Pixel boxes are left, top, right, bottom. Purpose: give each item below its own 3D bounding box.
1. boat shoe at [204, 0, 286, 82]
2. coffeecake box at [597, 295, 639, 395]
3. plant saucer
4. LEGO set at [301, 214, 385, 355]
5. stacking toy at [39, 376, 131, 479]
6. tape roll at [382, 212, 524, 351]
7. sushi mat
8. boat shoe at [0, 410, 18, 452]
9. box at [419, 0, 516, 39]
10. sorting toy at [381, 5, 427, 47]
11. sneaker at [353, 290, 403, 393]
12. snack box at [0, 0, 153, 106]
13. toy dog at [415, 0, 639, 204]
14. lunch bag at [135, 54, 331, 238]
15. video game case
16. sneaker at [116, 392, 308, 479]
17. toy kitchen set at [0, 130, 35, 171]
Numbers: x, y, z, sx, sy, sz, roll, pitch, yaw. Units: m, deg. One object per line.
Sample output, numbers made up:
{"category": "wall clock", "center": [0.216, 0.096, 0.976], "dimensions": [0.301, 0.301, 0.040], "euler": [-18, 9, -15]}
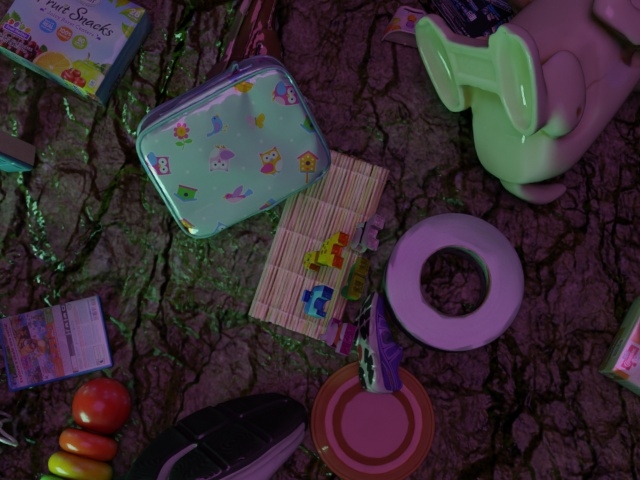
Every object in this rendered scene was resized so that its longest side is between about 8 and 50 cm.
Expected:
{"category": "boat shoe", "center": [-0.109, -0.312, 1.305], "dimensions": [0.104, 0.111, 0.307], "euler": [23, 91, -1]}
{"category": "coffeecake box", "center": [0.562, 0.193, 1.229], "dimensions": [0.185, 0.068, 0.142], "euler": [31, 80, 5]}
{"category": "plant saucer", "center": [0.083, 0.287, 1.221], "dimensions": [0.199, 0.037, 0.200], "euler": [0, 80, 0]}
{"category": "LEGO set", "center": [0.016, 0.059, 1.227], "dimensions": [0.087, 0.093, 0.227], "euler": [26, 72, -28]}
{"category": "stacking toy", "center": [-0.372, 0.367, 1.161], "dimensions": [0.141, 0.141, 0.331], "euler": [13, 74, 2]}
{"category": "tape roll", "center": [0.211, 0.070, 1.247], "dimensions": [0.219, 0.072, 0.219], "euler": [0, 80, 0]}
{"category": "sushi mat", "center": [0.000, 0.000, 1.285], "dimensions": [0.151, 0.019, 0.317], "euler": [17, 80, 4]}
{"category": "boat shoe", "center": [-0.528, 0.307, 1.161], "dimensions": [0.156, 0.136, 0.367], "euler": [-13, 82, -3]}
{"category": "box", "center": [0.284, -0.420, 1.352], "dimensions": [0.175, 0.051, 0.220], "euler": [-34, 81, -7]}
{"category": "sorting toy", "center": [0.156, -0.378, 1.353], "dimensions": [0.083, 0.045, 0.075], "euler": [15, 60, 2]}
{"category": "sneaker", "center": [0.095, 0.163, 1.225], "dimensions": [0.071, 0.068, 0.170], "euler": [9, 58, -22]}
{"category": "snack box", "center": [-0.421, -0.354, 1.321], "dimensions": [0.207, 0.070, 0.175], "euler": [28, 80, 4]}
{"category": "toy dog", "center": [0.425, -0.281, 1.206], "dimensions": [0.407, 0.284, 0.396], "euler": [-31, 110, -12]}
{"category": "lunch bag", "center": [-0.135, -0.154, 1.216], "dimensions": [0.279, 0.108, 0.224], "euler": [-28, 113, 1]}
{"category": "video game case", "center": [-0.427, 0.165, 1.249], "dimensions": [0.166, 0.015, 0.119], "euler": [-14, 80, -4]}
{"category": "sneaker", "center": [-0.184, 0.430, 1.147], "dimensions": [0.447, 0.169, 0.258], "euler": [-31, 117, -28]}
{"category": "toy kitchen set", "center": [-0.595, -0.087, 1.263], "dimensions": [0.207, 0.122, 0.166], "euler": [-1, 79, 20]}
